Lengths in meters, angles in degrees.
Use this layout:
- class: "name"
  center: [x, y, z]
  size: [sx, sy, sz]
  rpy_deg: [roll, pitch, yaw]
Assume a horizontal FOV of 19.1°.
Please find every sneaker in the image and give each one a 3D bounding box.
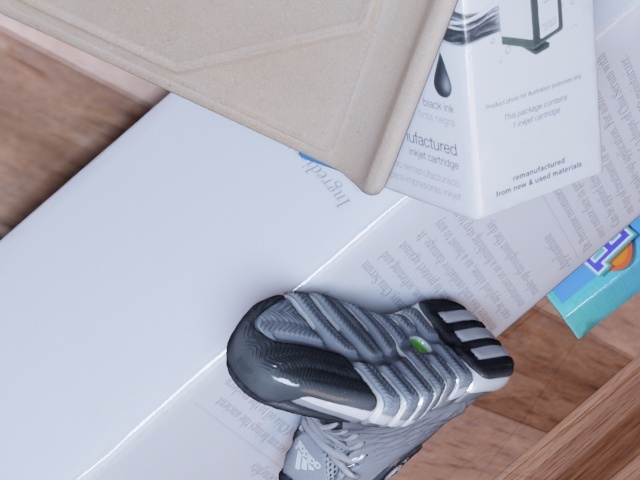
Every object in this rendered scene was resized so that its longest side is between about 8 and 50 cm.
- class: "sneaker"
  center: [0.006, 0.100, 1.032]
  size: [0.229, 0.086, 0.132]
  rpy_deg: [5, 130, -53]

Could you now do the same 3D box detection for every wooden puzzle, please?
- class: "wooden puzzle"
  center: [-0.044, -0.151, 0.849]
  size: [0.044, 0.239, 0.221]
  rpy_deg: [-53, 168, -43]

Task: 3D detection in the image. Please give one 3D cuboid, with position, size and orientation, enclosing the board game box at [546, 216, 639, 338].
- class: "board game box"
  center: [0.210, -0.059, 1.298]
  size: [0.210, 0.160, 0.047]
  rpy_deg: [-38, 150, 4]

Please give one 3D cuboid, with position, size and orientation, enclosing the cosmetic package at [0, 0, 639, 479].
- class: "cosmetic package"
  center: [0.000, 0.000, 1.135]
  size: [0.453, 0.161, 0.230]
  rpy_deg: [-41, 151, 0]

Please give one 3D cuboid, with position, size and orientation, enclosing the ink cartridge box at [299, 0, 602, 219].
- class: "ink cartridge box"
  center: [0.051, -0.130, 0.901]
  size: [0.086, 0.148, 0.203]
  rpy_deg: [-20, 115, -30]
